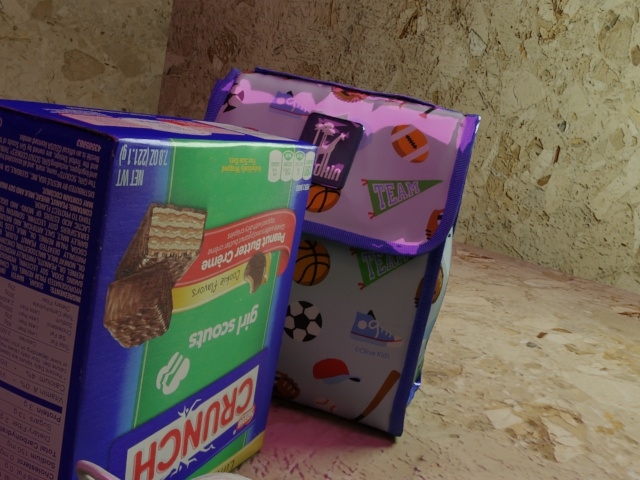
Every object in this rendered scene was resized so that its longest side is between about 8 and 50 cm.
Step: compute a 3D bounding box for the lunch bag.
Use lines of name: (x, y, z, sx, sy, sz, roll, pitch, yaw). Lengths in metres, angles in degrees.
lunch bag: (0.000, 0.000, 0.791, 0.328, 0.385, 0.239, 15, 11, 12)

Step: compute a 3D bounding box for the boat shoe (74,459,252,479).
boat shoe: (-0.104, 0.189, 0.335, 0.136, 0.156, 0.367, 15, 12, 17)

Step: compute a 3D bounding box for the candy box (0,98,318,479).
candy box: (-0.136, 0.063, 0.518, 0.122, 0.317, 0.268, 18, 14, 23)
